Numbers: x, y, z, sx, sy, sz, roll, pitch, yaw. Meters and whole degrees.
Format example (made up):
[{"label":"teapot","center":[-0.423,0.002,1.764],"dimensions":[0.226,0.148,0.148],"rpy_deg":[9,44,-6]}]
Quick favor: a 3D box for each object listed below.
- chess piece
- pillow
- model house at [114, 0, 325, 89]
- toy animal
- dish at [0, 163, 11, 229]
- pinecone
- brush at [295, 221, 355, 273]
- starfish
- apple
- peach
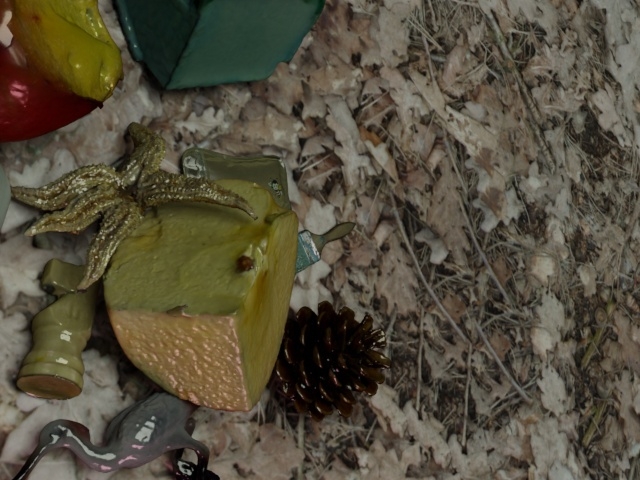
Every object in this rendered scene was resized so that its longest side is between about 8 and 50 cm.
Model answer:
[{"label":"chess piece","center":[-0.369,0.121,1.340],"dimensions":[0.090,0.090,0.200],"rpy_deg":[27,50,-31]},{"label":"pillow","center":[-0.141,-0.091,1.612],"dimensions":[0.217,0.033,0.130],"rpy_deg":[3,74,-39]},{"label":"model house","center":[-0.185,-0.422,1.584],"dimensions":[0.280,0.230,0.249],"rpy_deg":[-15,62,-43]},{"label":"toy animal","center":[-0.266,0.289,1.355],"dimensions":[0.324,0.090,0.195],"rpy_deg":[25,62,-34]},{"label":"dish","center":[-0.538,-0.073,1.259],"dimensions":[0.234,0.064,0.154],"rpy_deg":[26,62,-30]},{"label":"pinecone","center":[0.025,0.197,1.563],"dimensions":[0.208,0.208,0.208],"rpy_deg":[13,69,-36]},{"label":"brush","center":[0.000,0.000,1.713],"dimensions":[0.196,0.021,0.070],"rpy_deg":[-26,93,-43]},{"label":"starfish","center":[-0.297,-0.044,1.368],"dimensions":[0.301,0.084,0.293],"rpy_deg":[39,51,24]},{"label":"apple","center":[-0.153,0.064,1.421],"dimensions":[0.314,0.252,0.309],"rpy_deg":[38,36,-18]},{"label":"peach","center":[-0.407,-0.269,1.288],"dimensions":[0.338,0.281,0.281],"rpy_deg":[-18,89,-41]}]
